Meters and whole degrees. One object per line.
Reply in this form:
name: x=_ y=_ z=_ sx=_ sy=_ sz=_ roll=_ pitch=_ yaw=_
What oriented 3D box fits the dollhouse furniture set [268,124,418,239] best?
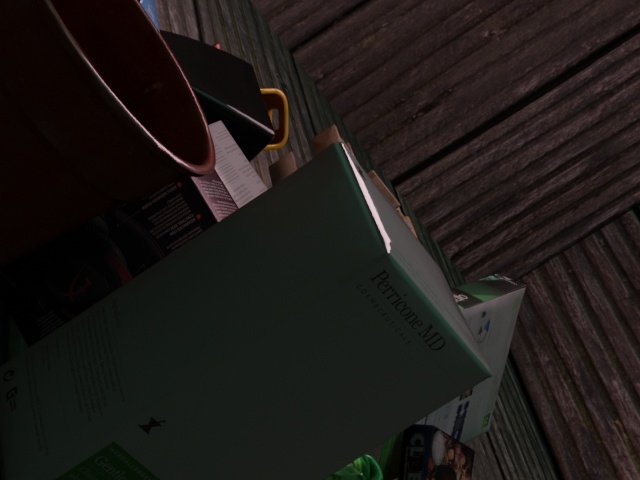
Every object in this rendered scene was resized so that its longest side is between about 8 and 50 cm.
dollhouse furniture set: x=0.000 y=0.000 z=2.150 sx=0.212 sy=0.242 sz=0.161 roll=50 pitch=14 yaw=-31

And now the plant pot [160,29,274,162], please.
plant pot: x=-0.197 y=-0.170 z=1.978 sx=0.167 sy=0.187 sz=0.188 roll=35 pitch=22 yaw=-33

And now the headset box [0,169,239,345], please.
headset box: x=-0.180 y=0.020 z=1.396 sx=0.293 sy=0.218 sz=0.110 roll=58 pitch=11 yaw=8

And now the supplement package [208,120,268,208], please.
supplement package: x=-0.131 y=0.037 z=1.607 sx=0.262 sy=0.198 sz=0.199 roll=56 pitch=11 yaw=-4

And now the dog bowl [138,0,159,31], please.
dog bowl: x=-0.294 y=-0.306 z=1.973 sx=0.297 sy=0.166 sz=0.074 roll=-107 pitch=171 yaw=-55

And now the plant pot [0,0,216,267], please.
plant pot: x=-0.271 y=-0.099 z=1.212 sx=0.272 sy=0.265 sz=0.272 roll=55 pitch=11 yaw=-16

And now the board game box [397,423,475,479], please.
board game box: x=0.140 y=0.372 z=1.910 sx=0.165 sy=0.042 sz=0.243 roll=37 pitch=58 yaw=-59

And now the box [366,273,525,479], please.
box: x=0.156 y=0.182 z=1.987 sx=0.058 sy=0.232 sz=0.322 roll=21 pitch=19 yaw=29

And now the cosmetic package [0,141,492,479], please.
cosmetic package: x=-0.070 y=0.110 z=1.239 sx=0.197 sy=0.365 sz=0.155 roll=47 pitch=15 yaw=-40

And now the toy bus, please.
toy bus: x=-0.128 y=-0.178 z=2.173 sx=0.104 sy=0.191 sz=0.202 roll=-5 pitch=54 yaw=-32

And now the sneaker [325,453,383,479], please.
sneaker: x=-0.015 y=0.254 z=1.696 sx=0.109 sy=0.123 sz=0.295 roll=62 pitch=13 yaw=22
